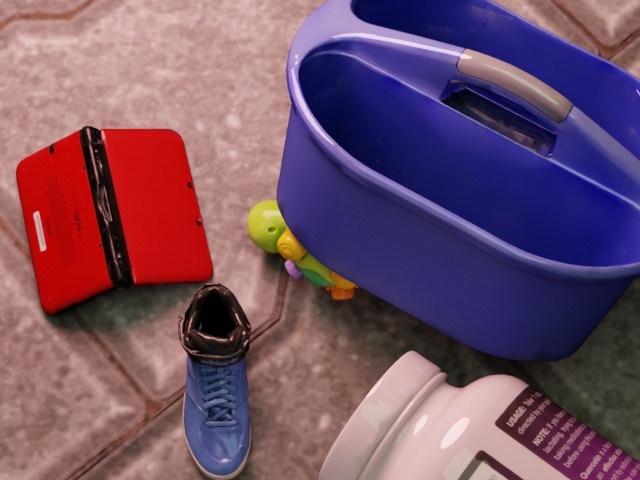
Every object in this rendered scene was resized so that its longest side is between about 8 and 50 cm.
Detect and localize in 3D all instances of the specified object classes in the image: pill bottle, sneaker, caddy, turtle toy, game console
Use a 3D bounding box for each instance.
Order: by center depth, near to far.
[{"bbox_3d":[0.164,0.223,1.315,0.323,0.181,0.181,35,74,13],"label":"pill bottle"},{"bbox_3d":[0.129,-0.069,1.389,0.341,0.179,0.241,28,50,8],"label":"caddy"},{"bbox_3d":[-0.083,0.108,1.411,0.058,0.084,0.152,0,70,0],"label":"sneaker"},{"bbox_3d":[0.000,0.000,1.461,0.130,0.066,0.095,27,49,13],"label":"turtle toy"},{"bbox_3d":[-0.174,-0.016,1.498,0.124,0.085,0.144,-24,67,25],"label":"game console"}]
